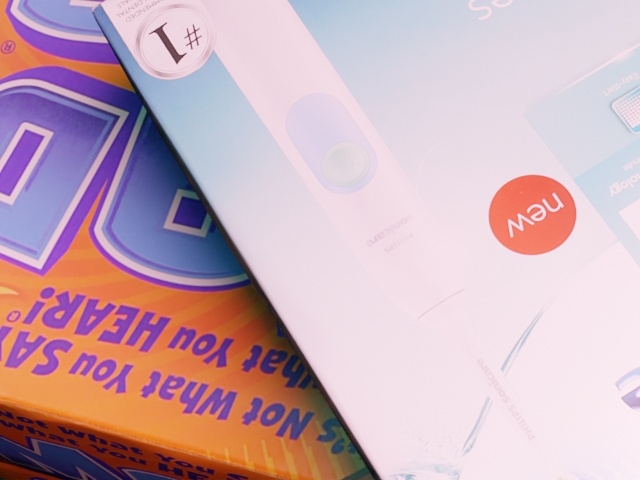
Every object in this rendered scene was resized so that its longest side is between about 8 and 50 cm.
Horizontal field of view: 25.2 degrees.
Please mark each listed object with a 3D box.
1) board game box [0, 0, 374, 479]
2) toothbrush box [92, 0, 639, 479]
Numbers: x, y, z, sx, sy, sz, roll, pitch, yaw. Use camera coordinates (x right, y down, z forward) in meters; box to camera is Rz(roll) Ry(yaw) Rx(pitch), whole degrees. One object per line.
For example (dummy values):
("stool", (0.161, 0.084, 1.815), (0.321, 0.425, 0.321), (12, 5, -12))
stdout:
("board game box", (0.000, 0.000, 0.849), (0.356, 0.356, 0.356), (12, 70, 16))
("toothbrush box", (0.078, -0.014, 0.574), (0.216, 0.126, 0.295), (-31, 66, -3))
